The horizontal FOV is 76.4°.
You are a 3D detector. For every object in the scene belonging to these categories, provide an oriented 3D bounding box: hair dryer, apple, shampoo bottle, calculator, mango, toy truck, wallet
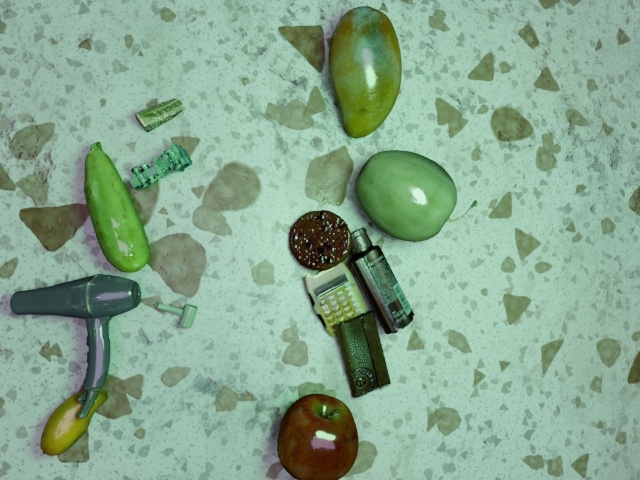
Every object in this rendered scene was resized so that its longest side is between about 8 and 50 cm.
[{"bbox_3d":[-0.624,0.271,1.042,0.301,0.121,0.360,-5,80,-4],"label":"hair dryer"},{"bbox_3d":[-0.011,0.553,1.126,0.230,0.230,0.229,1,86,-12],"label":"apple"},{"bbox_3d":[0.173,0.118,1.246,0.129,0.084,0.322,-31,94,-38],"label":"shampoo bottle"},{"bbox_3d":[0.052,0.185,1.249,0.157,0.033,0.236,-26,95,-14],"label":"calculator"},{"bbox_3d":[-0.647,0.467,1.057,0.098,0.075,0.190,45,71,-28],"label":"mango"},{"bbox_3d":[-0.450,-0.201,1.151,0.175,0.081,0.067,-30,92,6],"label":"toy truck"},{"bbox_3d":[0.133,0.348,1.240,0.133,0.039,0.243,-15,98,-17],"label":"wallet"},{"bbox_3d":[0.133,-0.506,1.229,0.222,0.199,0.383,1,99,-19],"label":"mango"},{"bbox_3d":[-0.416,0.202,1.146,0.125,0.038,0.063,17,83,-5],"label":"hair dryer"}]

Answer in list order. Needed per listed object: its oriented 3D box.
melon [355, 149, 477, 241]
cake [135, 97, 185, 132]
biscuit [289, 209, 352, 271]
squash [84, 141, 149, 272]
[{"bbox_3d":[0.253,-0.133,1.201,0.272,0.271,0.308,-36,77,-12],"label":"melon"},{"bbox_3d":[-0.462,-0.363,1.174,0.140,0.055,0.051,-37,93,-29],"label":"cake"},{"bbox_3d":[0.000,0.000,1.214,0.192,0.049,0.191,-1,86,16],"label":"biscuit"},{"bbox_3d":[-0.561,-0.089,1.088,0.119,0.118,0.370,-20,90,-13],"label":"squash"}]
